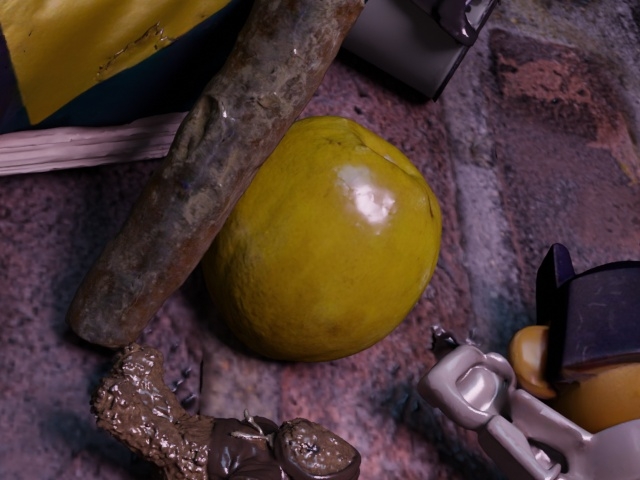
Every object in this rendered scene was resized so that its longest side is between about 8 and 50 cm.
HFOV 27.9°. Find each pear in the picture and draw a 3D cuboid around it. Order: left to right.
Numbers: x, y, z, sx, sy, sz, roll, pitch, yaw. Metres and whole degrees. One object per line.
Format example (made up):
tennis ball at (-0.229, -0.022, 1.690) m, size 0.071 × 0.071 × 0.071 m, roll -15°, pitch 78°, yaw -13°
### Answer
pear at (0.000, 0.000, 0.831) m, size 0.149 × 0.162 × 0.149 m, roll 29°, pitch 27°, yaw -16°

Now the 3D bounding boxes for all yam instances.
yam at (-0.065, -0.048, 0.762) m, size 0.061 × 0.274 × 0.061 m, roll 32°, pitch 14°, yaw -9°

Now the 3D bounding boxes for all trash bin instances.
trash bin at (0.037, -0.271, 1.045) m, size 0.262 × 0.217 × 0.277 m, roll 30°, pitch 20°, yaw 0°

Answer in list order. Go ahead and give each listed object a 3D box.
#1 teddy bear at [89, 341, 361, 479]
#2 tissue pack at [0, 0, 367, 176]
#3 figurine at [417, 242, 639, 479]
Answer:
teddy bear at (-0.059, 0.126, 0.746) m, size 0.160 × 0.078 × 0.119 m, roll 21°, pitch 10°, yaw -1°
tissue pack at (-0.209, -0.188, 0.787) m, size 0.416 × 0.253 × 0.264 m, roll -9°, pitch 64°, yaw -44°
figurine at (0.215, 0.128, 0.836) m, size 0.308 × 0.143 × 0.308 m, roll 24°, pitch 50°, yaw -32°
